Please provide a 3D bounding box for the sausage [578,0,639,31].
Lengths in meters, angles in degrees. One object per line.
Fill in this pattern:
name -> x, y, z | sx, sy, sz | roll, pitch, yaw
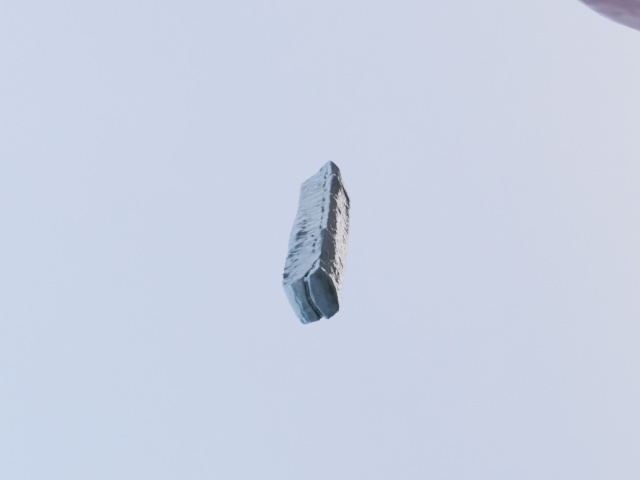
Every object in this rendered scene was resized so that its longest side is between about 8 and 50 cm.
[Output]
sausage -> 0.206, -0.186, 0.811 | 0.148, 0.254, 0.148 | 55, -177, -5

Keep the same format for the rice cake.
rice cake -> 0.000, -0.001, 1.054 | 0.033, 0.029, 0.171 | 62, -165, -19
